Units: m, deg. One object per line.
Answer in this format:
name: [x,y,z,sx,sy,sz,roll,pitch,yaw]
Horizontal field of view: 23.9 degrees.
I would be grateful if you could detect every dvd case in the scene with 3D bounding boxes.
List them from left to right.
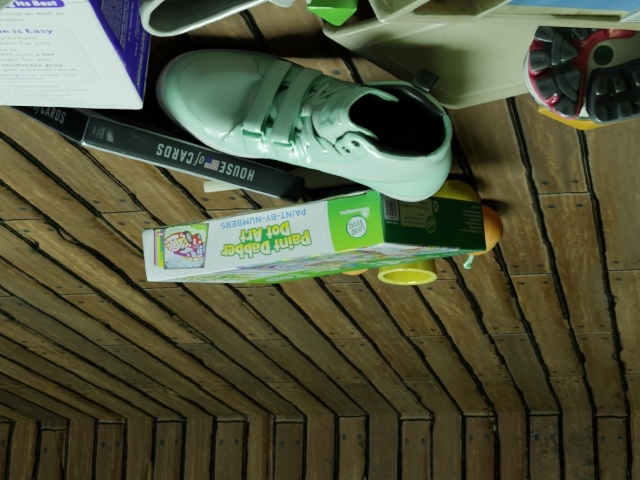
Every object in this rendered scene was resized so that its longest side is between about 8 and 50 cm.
dvd case: [-0.154,-0.091,1.335,0.238,0.029,0.179,14,-172,-43]

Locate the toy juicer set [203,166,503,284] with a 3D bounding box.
toy juicer set: [0.061,-0.014,1.621,0.209,0.089,0.329,-14,157,42]

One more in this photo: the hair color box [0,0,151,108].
hair color box: [-0.233,-0.196,0.998,0.185,0.110,0.339,2,165,5]

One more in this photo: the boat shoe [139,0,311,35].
boat shoe: [-0.024,-0.199,1.001,0.267,0.088,0.096,-10,160,34]

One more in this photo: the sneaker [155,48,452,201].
sneaker: [-0.010,-0.113,1.218,0.256,0.094,0.151,17,168,1]

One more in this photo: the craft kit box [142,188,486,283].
craft kit box: [0.000,0.000,1.446,0.246,0.061,0.250,-6,175,27]

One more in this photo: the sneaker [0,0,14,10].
sneaker: [-0.142,-0.143,0.724,0.447,0.257,0.169,12,-174,25]

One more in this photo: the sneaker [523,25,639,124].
sneaker: [0.285,-0.161,1.058,0.299,0.121,0.112,-12,-178,3]

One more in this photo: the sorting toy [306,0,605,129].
sorting toy: [0.129,-0.161,1.198,0.196,0.047,0.347,-5,162,36]

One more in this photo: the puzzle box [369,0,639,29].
puzzle box: [0.214,-0.185,0.734,0.272,0.052,0.409,-27,174,29]
